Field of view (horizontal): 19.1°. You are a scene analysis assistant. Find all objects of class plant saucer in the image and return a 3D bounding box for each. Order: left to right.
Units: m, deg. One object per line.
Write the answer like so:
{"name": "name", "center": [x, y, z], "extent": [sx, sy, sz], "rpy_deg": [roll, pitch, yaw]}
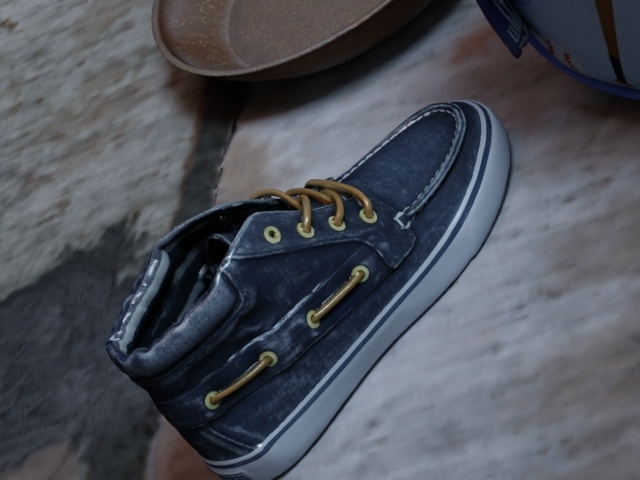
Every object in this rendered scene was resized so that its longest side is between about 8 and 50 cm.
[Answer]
{"name": "plant saucer", "center": [0.009, -0.142, 0.909], "extent": [0.198, 0.036, 0.199], "rpy_deg": [-25, 39, 22]}

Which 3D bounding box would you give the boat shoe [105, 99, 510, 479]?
{"name": "boat shoe", "center": [0.000, 0.000, 0.722], "extent": [0.065, 0.083, 0.183], "rpy_deg": [16, 63, 50]}

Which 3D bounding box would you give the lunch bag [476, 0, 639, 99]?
{"name": "lunch bag", "center": [0.137, -0.145, 0.612], "extent": [0.303, 0.243, 0.115], "rpy_deg": [12, 60, 48]}
